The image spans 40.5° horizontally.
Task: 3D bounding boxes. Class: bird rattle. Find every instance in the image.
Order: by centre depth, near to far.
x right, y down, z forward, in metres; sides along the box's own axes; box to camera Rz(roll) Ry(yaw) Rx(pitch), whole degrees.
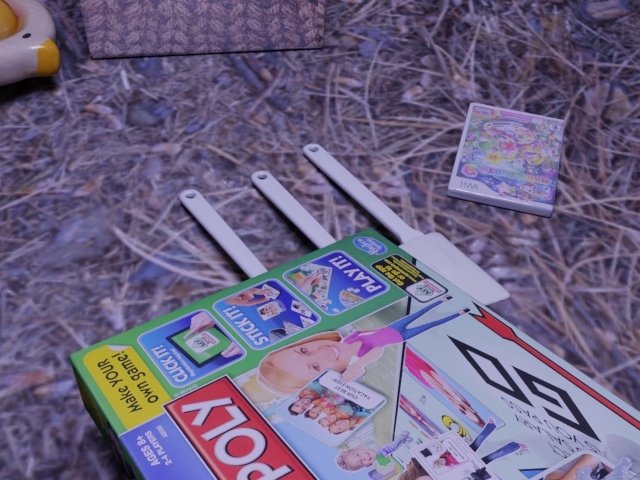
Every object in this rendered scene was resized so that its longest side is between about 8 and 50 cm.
[{"bbox_3d":[-0.351,-0.185,0.795,0.207,0.143,0.253,-10,34,-27],"label":"bird rattle"}]

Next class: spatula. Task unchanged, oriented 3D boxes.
[{"bbox_3d":[0.000,0.000,0.651,0.168,0.019,0.242,-23,45,-23],"label":"spatula"}]

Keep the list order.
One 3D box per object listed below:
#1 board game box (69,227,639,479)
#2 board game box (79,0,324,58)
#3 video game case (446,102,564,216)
[{"bbox_3d":[0.030,0.109,0.431,0.214,0.046,0.317,-22,35,-25],"label":"board game box"},{"bbox_3d":[-0.125,-0.334,0.899,0.232,0.141,0.291,-4,47,-6],"label":"board game box"},{"bbox_3d":[0.163,-0.073,0.755,0.087,0.011,0.122,13,48,9],"label":"video game case"}]
